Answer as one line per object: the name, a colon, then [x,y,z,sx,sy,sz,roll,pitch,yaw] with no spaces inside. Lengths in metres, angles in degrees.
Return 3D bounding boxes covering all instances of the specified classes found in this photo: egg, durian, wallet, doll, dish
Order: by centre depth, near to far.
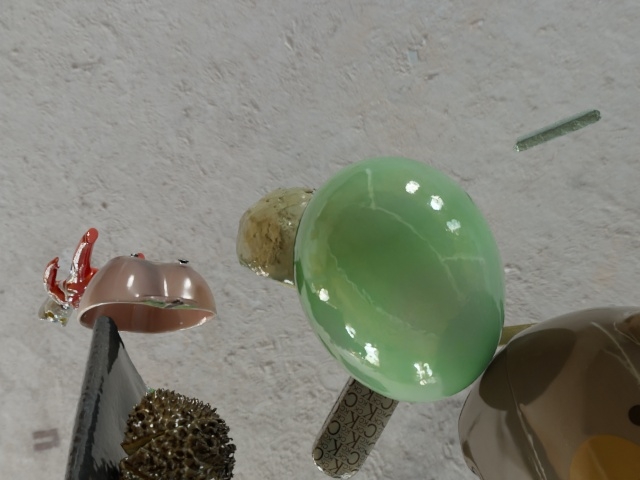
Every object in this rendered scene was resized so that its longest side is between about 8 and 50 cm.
durian: [-0.134,0.232,0.601,0.091,0.188,0.149,-5,79,13]
egg: [0.085,0.042,0.612,0.220,0.220,0.270,-16,95,11]
wallet: [-0.238,0.233,0.650,0.044,0.321,0.171,-19,116,-7]
dish: [-0.273,0.082,0.891,0.213,0.213,0.091,-10,68,12]
doll: [-0.607,0.112,1.420,0.384,0.188,0.099,-37,34,35]

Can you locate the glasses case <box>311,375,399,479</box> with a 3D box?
glasses case: [0.101,0.438,1.429,0.137,0.085,0.355,29,91,-4]

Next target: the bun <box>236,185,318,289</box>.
bun: [0.000,0.000,0.861,0.259,0.259,0.152,21,97,13]

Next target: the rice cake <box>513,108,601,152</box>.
rice cake: [0.448,-0.210,1.074,0.170,0.033,0.029,-23,110,5]

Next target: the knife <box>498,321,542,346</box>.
knife: [0.343,0.127,0.762,0.297,0.017,0.047,-8,68,1]

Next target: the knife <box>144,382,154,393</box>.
knife: [-0.392,0.402,1.362,0.212,0.054,0.015,38,134,2]

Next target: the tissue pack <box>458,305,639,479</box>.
tissue pack: [0.320,0.248,0.507,0.277,0.267,0.387,-58,35,42]
